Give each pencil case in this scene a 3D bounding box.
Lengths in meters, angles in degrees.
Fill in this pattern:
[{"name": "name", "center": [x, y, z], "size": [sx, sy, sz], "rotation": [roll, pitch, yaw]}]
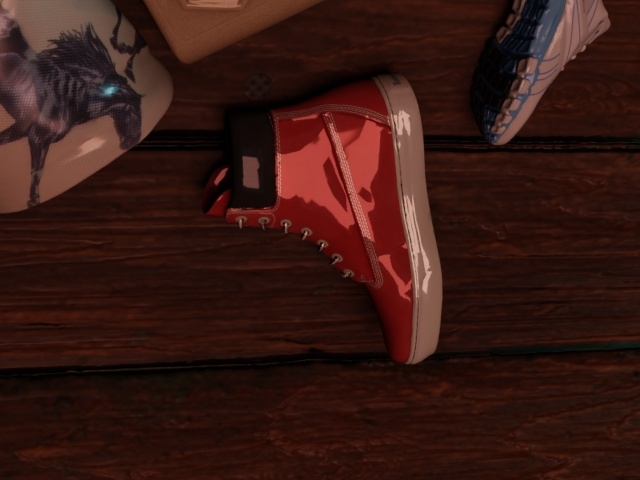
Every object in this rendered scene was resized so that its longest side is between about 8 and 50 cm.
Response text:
[{"name": "pencil case", "center": [-0.263, -0.196, 1.173], "size": [0.160, 0.183, 0.410], "rotation": [-41, 119, -8]}]

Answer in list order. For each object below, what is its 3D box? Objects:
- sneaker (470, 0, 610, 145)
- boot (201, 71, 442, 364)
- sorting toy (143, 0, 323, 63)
[{"name": "sneaker", "center": [0.185, -0.157, 1.432], "size": [0.083, 0.071, 0.191], "rotation": [11, 113, -30]}, {"name": "boot", "center": [0.000, 0.000, 1.443], "size": [0.176, 0.088, 0.244], "rotation": [-15, 113, -11]}, {"name": "sorting toy", "center": [-0.092, -0.224, 1.284], "size": [0.307, 0.041, 0.229], "rotation": [-25, 130, 7]}]
